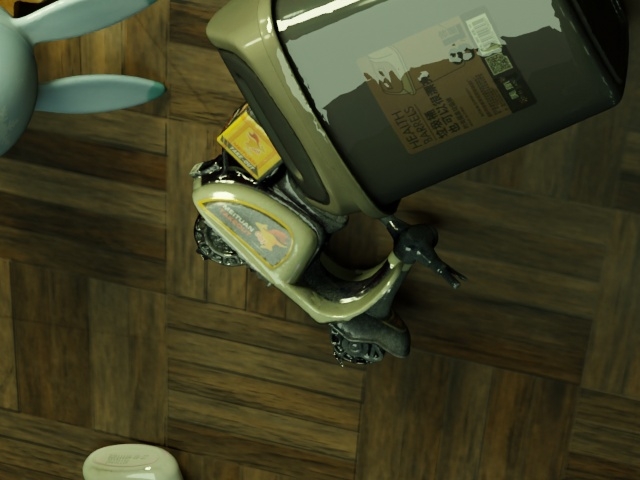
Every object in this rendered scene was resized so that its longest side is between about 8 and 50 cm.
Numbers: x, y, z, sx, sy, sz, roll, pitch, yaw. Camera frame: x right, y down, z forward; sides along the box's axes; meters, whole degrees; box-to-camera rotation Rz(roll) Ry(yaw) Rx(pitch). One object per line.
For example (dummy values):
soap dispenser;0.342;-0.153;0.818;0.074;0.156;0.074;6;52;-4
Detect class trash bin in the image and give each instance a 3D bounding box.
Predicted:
trash bin;0.075;-0.149;1.401;0.290;0.182;0.209;-20;115;24

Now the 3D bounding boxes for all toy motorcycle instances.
toy motorcycle;0.000;0.000;1.588;0.263;0.091;0.157;42;122;-10

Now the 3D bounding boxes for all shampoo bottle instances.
shampoo bottle;-0.173;0.310;1.895;0.108;0.051;0.221;-3;124;20

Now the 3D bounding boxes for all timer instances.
timer;-0.276;-0.156;1.528;0.175;0.255;0.175;39;147;32

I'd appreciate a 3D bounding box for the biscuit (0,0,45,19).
biscuit;-0.281;-0.257;1.534;0.133;0.027;0.184;19;131;-2
